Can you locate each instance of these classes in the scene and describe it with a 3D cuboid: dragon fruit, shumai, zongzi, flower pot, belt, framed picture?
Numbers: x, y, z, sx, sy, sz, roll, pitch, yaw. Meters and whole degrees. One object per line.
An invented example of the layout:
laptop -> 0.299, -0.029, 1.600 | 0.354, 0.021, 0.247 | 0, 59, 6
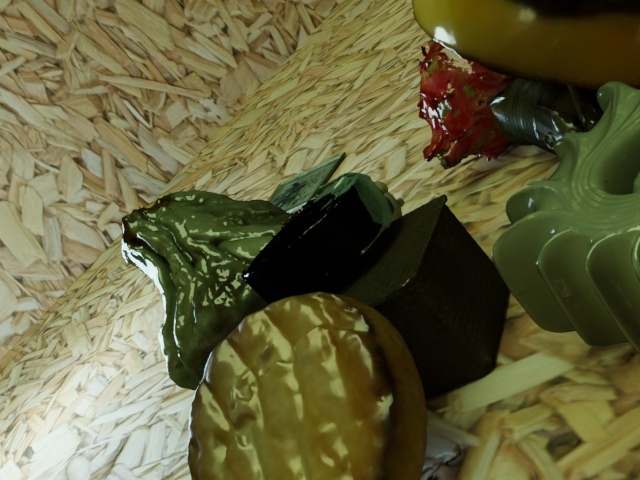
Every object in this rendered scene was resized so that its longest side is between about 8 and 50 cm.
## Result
dragon fruit -> 0.241, -0.223, 1.574 | 0.205, 0.210, 0.268 | 15, 77, 51
shumai -> -0.147, 0.016, 1.484 | 0.309, 0.263, 0.304 | -37, -15, -50
zongzi -> 0.371, -0.197, 1.373 | 0.241, 0.111, 0.248 | -35, 22, -2
flower pot -> 0.346, -0.063, 0.982 | 0.367, 0.164, 0.254 | -49, 24, -22
belt -> 0.000, 0.000, 1.258 | 0.198, 0.078, 0.151 | -40, 12, 22
framed picture -> -0.055, -0.100, 2.225 | 0.231, 0.010, 0.173 | -23, 26, 48

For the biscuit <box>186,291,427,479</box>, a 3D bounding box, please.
biscuit -> -0.013, 0.200, 1.082 | 0.296, 0.102, 0.296 | -17, 64, 38

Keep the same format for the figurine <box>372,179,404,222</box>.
figurine -> 0.064, -0.010, 1.597 | 0.147, 0.093, 0.197 | 103, -166, -48

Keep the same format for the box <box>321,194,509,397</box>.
box -> 0.071, 0.095, 1.242 | 0.273, 0.143, 0.184 | -31, 21, 34

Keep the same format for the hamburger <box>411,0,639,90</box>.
hamburger -> 0.303, -0.387, 1.332 | 0.396, 0.395, 0.277 | -74, -4, -60
